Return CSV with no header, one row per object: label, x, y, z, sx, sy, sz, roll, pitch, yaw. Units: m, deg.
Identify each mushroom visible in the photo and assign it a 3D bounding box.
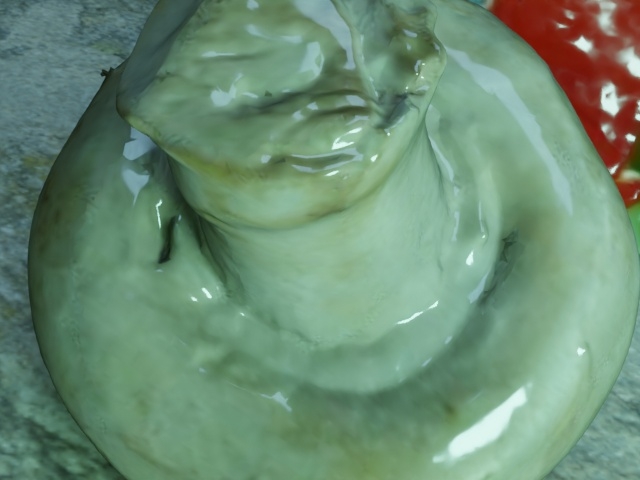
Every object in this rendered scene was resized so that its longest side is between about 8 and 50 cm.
mushroom,0.000,0.000,0.635,0.297,0.290,0.297,-2,74,6

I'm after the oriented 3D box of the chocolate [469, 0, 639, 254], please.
chocolate,0.262,-0.173,0.968,0.341,0.360,0.161,18,20,2
